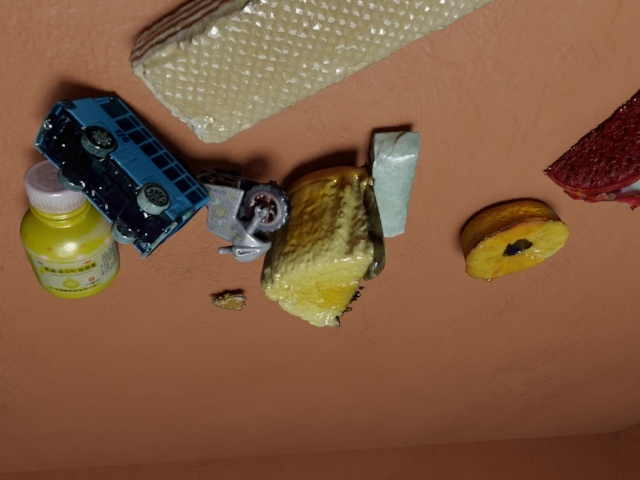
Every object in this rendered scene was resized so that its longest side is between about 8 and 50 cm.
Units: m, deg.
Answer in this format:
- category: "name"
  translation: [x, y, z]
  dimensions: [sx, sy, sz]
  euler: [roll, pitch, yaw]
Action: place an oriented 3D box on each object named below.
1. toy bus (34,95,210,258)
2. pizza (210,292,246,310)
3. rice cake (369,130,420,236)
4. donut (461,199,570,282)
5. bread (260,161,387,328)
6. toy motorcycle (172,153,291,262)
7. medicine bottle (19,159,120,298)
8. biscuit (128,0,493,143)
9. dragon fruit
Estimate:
- category: "toy bus"
  translation: [-0.236, -0.083, 0.546]
  dimensions: [0.090, 0.106, 0.184]
  euler: [-36, 100, 33]
- category: "pizza"
  translation: [-0.181, 0.123, 0.940]
  dimensions: [0.078, 0.025, 0.083]
  euler: [-25, 147, 29]
- category: "rice cake"
  translation: [0.104, -0.080, 0.688]
  dimensions: [0.069, 0.063, 0.206]
  euler: [-3, 142, -3]
- category: "donut"
  translation: [0.347, -0.005, 0.823]
  dimensions: [0.190, 0.074, 0.174]
  euler: [-22, 140, 12]
- category: "bread"
  translation: [0.000, 0.000, 0.677]
  dimensions: [0.163, 0.204, 0.262]
  euler: [11, 146, -8]
- category: "toy motorcycle"
  translation: [-0.144, -0.043, 0.629]
  dimensions: [0.216, 0.080, 0.122]
  euler: [17, 112, 14]
- category: "medicine bottle"
  translation: [-0.362, -0.017, 0.644]
  dimensions: [0.122, 0.121, 0.212]
  euler: [4, 142, -15]
- category: "biscuit"
  translation: [0.013, -0.236, 0.455]
  dimensions: [0.426, 0.078, 0.144]
  euler: [-20, 142, 18]
- category: "dragon fruit"
  translation: [0.498, -0.122, 0.647]
  dimensions: [0.161, 0.126, 0.274]
  euler: [15, 138, -26]
